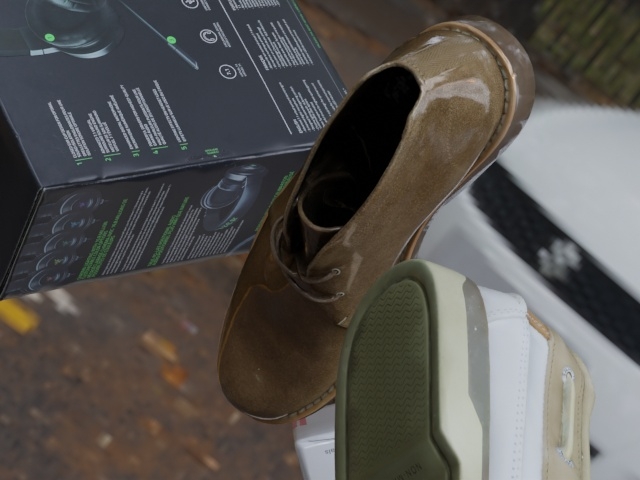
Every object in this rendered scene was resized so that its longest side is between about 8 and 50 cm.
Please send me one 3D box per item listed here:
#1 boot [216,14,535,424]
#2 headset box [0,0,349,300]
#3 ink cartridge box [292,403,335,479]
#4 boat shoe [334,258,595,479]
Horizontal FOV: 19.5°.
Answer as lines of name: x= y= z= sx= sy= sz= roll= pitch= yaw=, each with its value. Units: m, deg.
boot: x=0.000 y=0.000 z=1.078 sx=0.112 sy=0.305 sz=0.115 roll=43 pitch=35 yaw=17
headset box: x=-0.149 y=-0.107 z=1.315 sx=0.283 sy=0.131 sz=0.246 roll=-12 pitch=59 yaw=-34
ink cartridge box: x=0.051 y=0.216 z=1.213 sx=0.158 sy=0.092 sz=0.218 roll=-135 pitch=-149 yaw=-88
boat shoe: x=0.065 y=0.156 z=0.735 sx=0.103 sy=0.113 sz=0.302 roll=20 pitch=61 yaw=-27
